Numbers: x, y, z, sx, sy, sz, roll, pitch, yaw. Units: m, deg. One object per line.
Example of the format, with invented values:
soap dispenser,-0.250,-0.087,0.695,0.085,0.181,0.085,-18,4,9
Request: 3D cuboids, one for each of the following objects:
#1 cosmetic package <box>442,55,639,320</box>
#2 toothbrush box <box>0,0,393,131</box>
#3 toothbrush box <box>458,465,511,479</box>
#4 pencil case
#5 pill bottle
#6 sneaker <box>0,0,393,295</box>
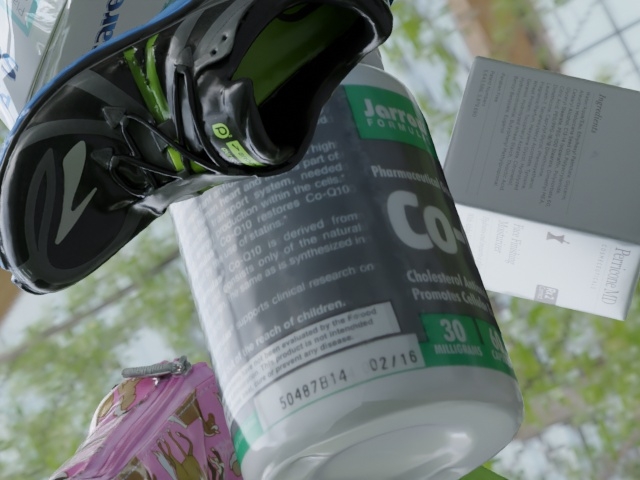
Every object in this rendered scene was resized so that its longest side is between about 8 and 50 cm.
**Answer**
cosmetic package,0.202,-0.044,1.602,0.151,0.183,0.151,87,-162,-62
toothbrush box,-0.105,-0.209,1.077,0.295,0.126,0.216,-25,-115,-36
toothbrush box,0.175,0.344,1.610,0.283,0.206,0.122,28,-152,-14
pencil case,-0.151,0.213,1.384,0.167,0.160,0.386,56,-164,-6
pill bottle,0.000,0.000,1.334,0.204,0.204,0.361,13,-129,-46
sneaker,-0.051,-0.048,0.699,0.067,0.188,0.078,49,-177,-35
